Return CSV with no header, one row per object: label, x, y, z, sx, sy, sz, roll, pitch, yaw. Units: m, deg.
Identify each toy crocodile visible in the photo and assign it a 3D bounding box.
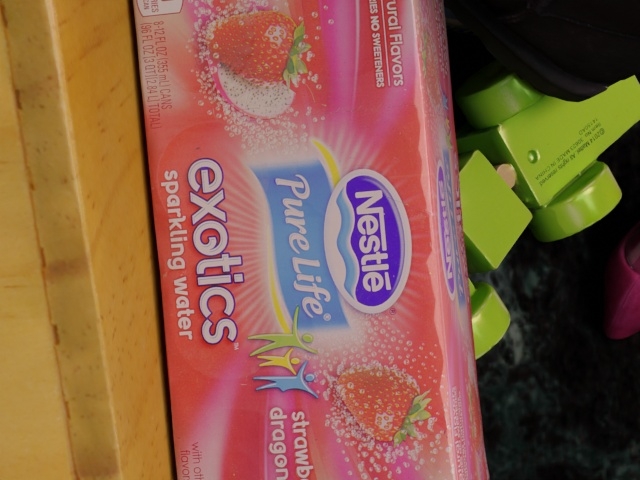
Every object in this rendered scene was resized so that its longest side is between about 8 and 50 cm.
toy crocodile,0.090,-0.021,1.194,0.340,0.105,0.115,-45,109,-29

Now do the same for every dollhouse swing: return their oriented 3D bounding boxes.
dollhouse swing,-0.239,0.002,0.970,0.305,0.315,0.346,-6,101,10

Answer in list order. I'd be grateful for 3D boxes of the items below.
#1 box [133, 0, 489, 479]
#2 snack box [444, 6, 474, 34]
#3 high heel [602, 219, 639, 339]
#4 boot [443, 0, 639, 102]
box,0.000,0.000,1.020,0.154,0.142,0.299,-4,91,9
snack box,0.098,-0.169,1.243,0.178,0.022,0.064,7,84,-30
high heel,0.283,-0.012,1.333,0.082,0.117,0.244,38,41,15
boot,0.122,-0.243,0.943,0.367,0.445,0.146,35,77,-10
